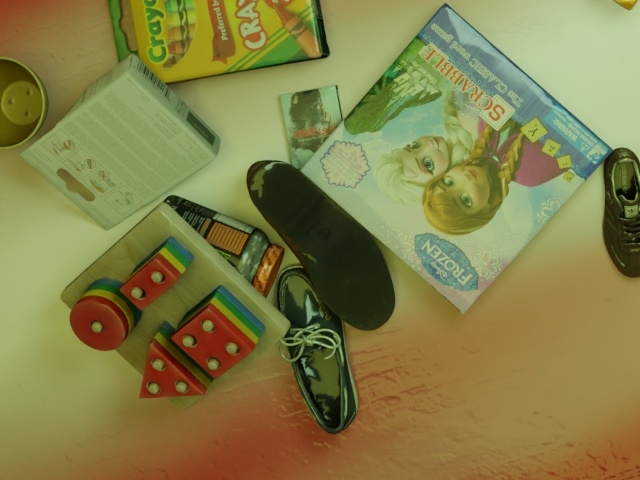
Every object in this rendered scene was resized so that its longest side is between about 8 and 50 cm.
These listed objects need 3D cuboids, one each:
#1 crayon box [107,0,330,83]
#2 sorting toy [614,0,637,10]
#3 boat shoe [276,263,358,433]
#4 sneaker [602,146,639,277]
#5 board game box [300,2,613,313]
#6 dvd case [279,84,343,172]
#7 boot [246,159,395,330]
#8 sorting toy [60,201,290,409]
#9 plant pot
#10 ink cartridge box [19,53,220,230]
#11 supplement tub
[{"bbox_3d":[-0.162,-0.337,1.977,0.318,0.081,0.202,-9,95,10],"label":"crayon box"},{"bbox_3d":[0.494,-0.462,1.826,0.347,0.047,0.196,-44,84,11],"label":"sorting toy"},{"bbox_3d":[-0.010,0.161,2.008,0.095,0.079,0.254,-12,94,11],"label":"boat shoe"},{"bbox_3d":[0.430,-0.037,1.925,0.066,0.071,0.188,-9,94,9],"label":"sneaker"},{"bbox_3d":[0.192,-0.116,1.949,0.318,0.066,0.318,41,100,0],"label":"board game box"},{"bbox_3d":[-0.008,-0.163,2.006,0.087,0.013,0.119,-9,96,9],"label":"dvd case"},{"bbox_3d":[0.000,0.000,1.989,0.112,0.115,0.305,-40,107,-6],"label":"boot"},{"bbox_3d":[-0.224,0.119,1.957,0.257,0.089,0.255,44,125,-11],"label":"sorting toy"},{"bbox_3d":[-0.458,-0.205,2.027,0.134,0.095,0.134,1,97,9],"label":"plant pot"},{"bbox_3d":[-0.293,-0.140,2.001,0.232,0.066,0.189,-29,121,30],"label":"ink cartridge box"},{"bbox_3d":[-0.156,0.018,1.996,0.190,0.117,0.117,23,99,6],"label":"supplement tub"}]
